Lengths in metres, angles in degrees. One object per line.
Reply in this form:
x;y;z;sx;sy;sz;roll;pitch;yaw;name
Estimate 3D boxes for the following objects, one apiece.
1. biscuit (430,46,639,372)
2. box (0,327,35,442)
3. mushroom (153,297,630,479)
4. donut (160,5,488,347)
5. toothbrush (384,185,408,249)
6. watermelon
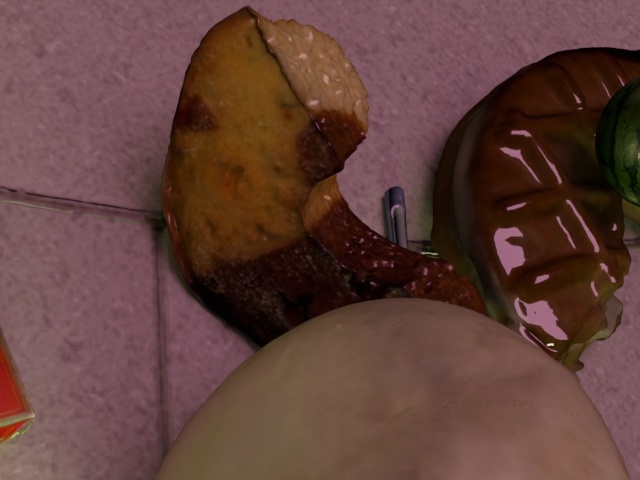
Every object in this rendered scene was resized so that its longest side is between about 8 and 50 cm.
0.241;-0.024;1.033;0.366;0.115;0.268;-8;70;-34;biscuit
-0.258;0.078;0.732;0.175;0.048;0.112;-16;73;-35;box
0.049;0.164;0.673;0.356;0.315;0.315;-28;79;-7;mushroom
0.000;0.000;0.874;0.112;0.151;0.295;-34;97;-51;donut
0.060;0.059;0.944;0.016;0.019;0.219;12;59;-27;toothbrush
0.235;-0.063;0.920;0.109;0.109;0.109;14;59;-23;watermelon
